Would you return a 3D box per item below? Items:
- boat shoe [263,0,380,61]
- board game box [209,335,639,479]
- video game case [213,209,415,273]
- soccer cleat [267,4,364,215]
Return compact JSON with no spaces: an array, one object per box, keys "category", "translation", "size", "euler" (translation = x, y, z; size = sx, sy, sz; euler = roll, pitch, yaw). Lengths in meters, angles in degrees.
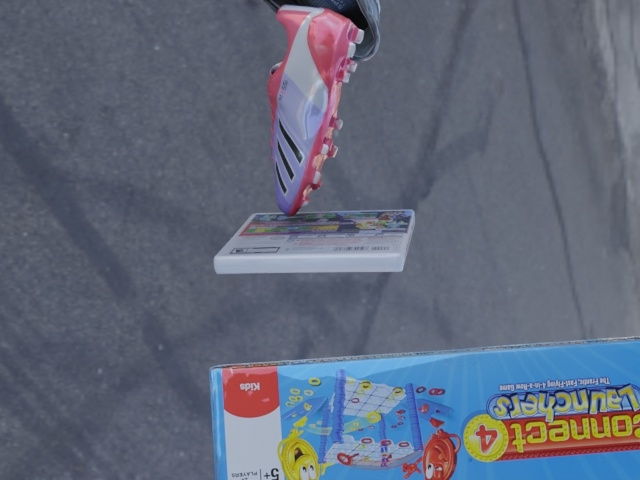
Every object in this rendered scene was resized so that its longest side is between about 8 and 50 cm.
[{"category":"boat shoe","translation":[-0.040,-0.316,1.045],"size":[0.335,0.121,0.119],"euler":[33,23,-35]},{"category":"board game box","translation":[0.074,0.130,0.714],"size":[0.308,0.302,0.086],"euler":[115,-29,-79]},{"category":"video game case","translation":[0.000,0.000,1.112],"size":[0.183,0.201,0.023],"euler":[-60,147,-71]},{"category":"soccer cleat","translation":[-0.024,-0.142,1.093],"size":[0.083,0.095,0.248],"euler":[-59,168,-53]}]
